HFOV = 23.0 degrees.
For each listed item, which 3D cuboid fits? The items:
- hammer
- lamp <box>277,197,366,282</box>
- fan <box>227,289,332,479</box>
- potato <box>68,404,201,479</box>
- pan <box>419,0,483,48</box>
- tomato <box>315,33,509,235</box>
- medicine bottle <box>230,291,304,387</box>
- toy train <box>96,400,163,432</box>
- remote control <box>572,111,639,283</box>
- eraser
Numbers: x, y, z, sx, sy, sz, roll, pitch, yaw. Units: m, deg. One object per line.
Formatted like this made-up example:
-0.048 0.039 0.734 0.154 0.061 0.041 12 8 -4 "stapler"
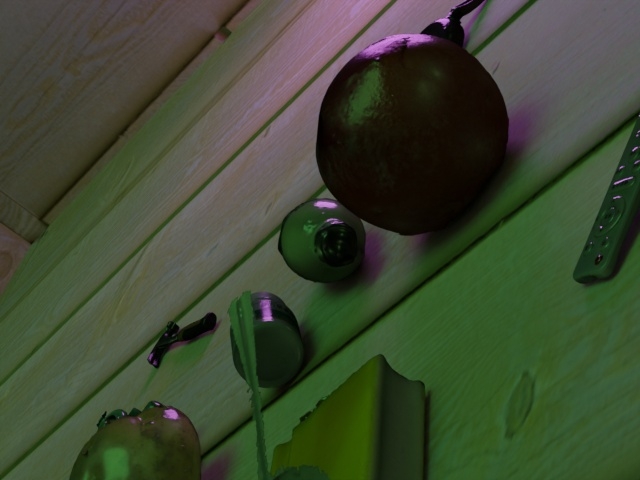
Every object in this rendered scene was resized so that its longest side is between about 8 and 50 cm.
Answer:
-0.196 0.136 2.240 0.078 0.021 0.201 -59 15 -25 "hammer"
0.000 0.000 1.831 0.101 0.101 0.250 -54 10 -5 "lamp"
-0.037 0.218 1.252 0.233 0.012 0.414 -36 48 38 "fan"
-0.215 0.286 1.713 0.161 0.128 0.234 20 76 54 "potato"
0.172 -0.282 2.073 0.212 0.040 0.115 -55 20 -9 "pan"
0.088 -0.115 1.646 0.208 0.184 0.208 -46 15 17 "tomato"
-0.063 0.109 1.785 0.080 0.080 0.130 -50 15 10 "medicine bottle"
-0.243 0.312 1.852 0.253 0.105 0.157 -53 29 -5 "toy train"
0.257 -0.044 1.290 0.184 0.027 0.050 -63 16 -21 "remote control"
0.015 0.214 1.328 0.158 0.069 0.226 -44 17 23 "eraser"
